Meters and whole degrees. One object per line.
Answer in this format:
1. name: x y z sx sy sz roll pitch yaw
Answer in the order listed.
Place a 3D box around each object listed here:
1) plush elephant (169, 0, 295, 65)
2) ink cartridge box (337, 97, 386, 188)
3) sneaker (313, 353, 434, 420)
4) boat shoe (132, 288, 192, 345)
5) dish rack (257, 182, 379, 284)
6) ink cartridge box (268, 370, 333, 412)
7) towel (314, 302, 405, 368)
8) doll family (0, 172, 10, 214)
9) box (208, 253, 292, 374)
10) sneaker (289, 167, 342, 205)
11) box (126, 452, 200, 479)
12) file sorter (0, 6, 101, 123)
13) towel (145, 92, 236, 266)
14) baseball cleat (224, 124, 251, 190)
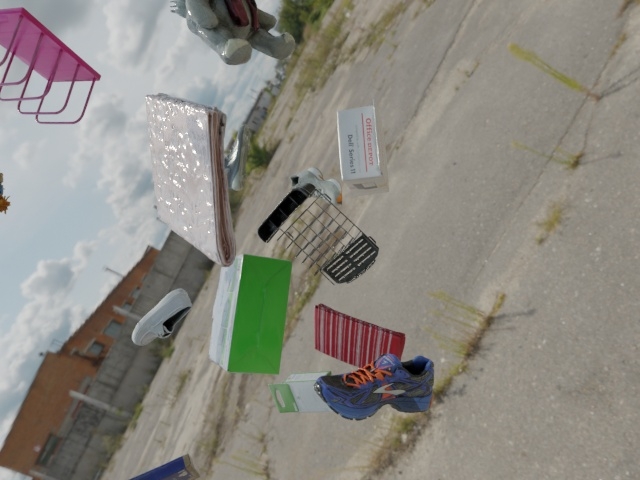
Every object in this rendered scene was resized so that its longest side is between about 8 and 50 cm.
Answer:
1. plush elephant: -0.202 -0.596 1.149 0.272 0.330 0.255 -31 -29 -52
2. ink cartridge box: 0.126 -0.260 1.445 0.353 0.119 0.207 20 -115 -78
3. sneaker: 0.088 0.215 0.767 0.083 0.221 0.087 33 114 54
4. boat shoe: -0.373 0.196 1.176 0.184 0.063 0.066 -43 -26 6
5. dish rack: 0.000 0.000 1.221 0.208 0.271 0.074 -43 6 42
6. ink cartridge box: -0.049 0.475 1.545 0.209 0.108 0.062 -14 12 31
7. towel: 0.108 0.297 1.442 0.031 0.275 0.198 -48 -32 -46
8. doll family: -0.955 -0.110 1.398 0.263 0.163 0.118 -56 -28 3
9. box: -0.177 0.174 1.192 0.231 0.127 0.261 162 115 -67
10. sneaker: -0.020 -0.179 1.765 0.262 0.121 0.099 38 137 51
11. box: -0.424 0.612 1.237 0.136 0.225 0.036 91 157 -53
12. file sorter: -0.821 -0.472 1.392 0.290 0.202 0.182 47 -129 -65
13. towel: -0.280 -0.140 1.053 0.332 0.053 0.316 28 125 47
14. baseball cleat: -0.274 -0.260 1.537 0.072 0.110 0.205 -30 -52 -76
